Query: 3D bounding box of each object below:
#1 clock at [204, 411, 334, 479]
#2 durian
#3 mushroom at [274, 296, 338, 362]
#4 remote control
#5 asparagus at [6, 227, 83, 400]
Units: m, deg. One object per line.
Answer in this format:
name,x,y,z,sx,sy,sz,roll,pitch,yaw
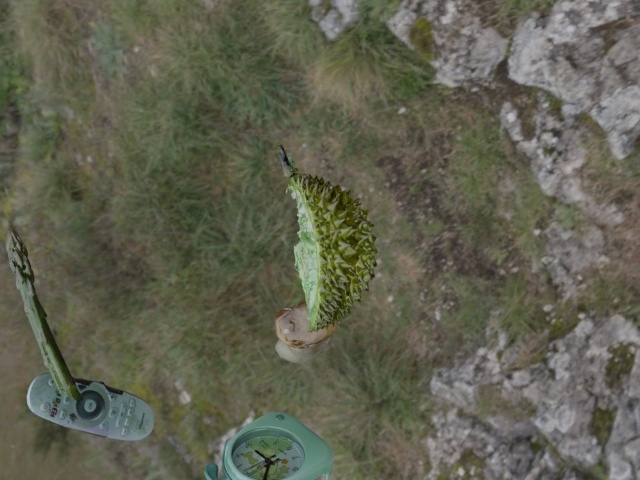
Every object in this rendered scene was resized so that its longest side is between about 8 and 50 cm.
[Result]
clock,-0.085,0.356,1.253,0.148,0.188,0.060,32,129,37
durian,0.000,0.000,0.856,0.100,0.086,0.215,0,101,37
mushroom,-0.030,0.138,1.123,0.209,0.084,0.071,112,135,-68
remote control,-0.424,0.311,1.472,0.256,0.097,0.045,30,149,-33
asparagus,-0.347,0.099,0.980,0.027,0.034,0.236,-14,104,8
